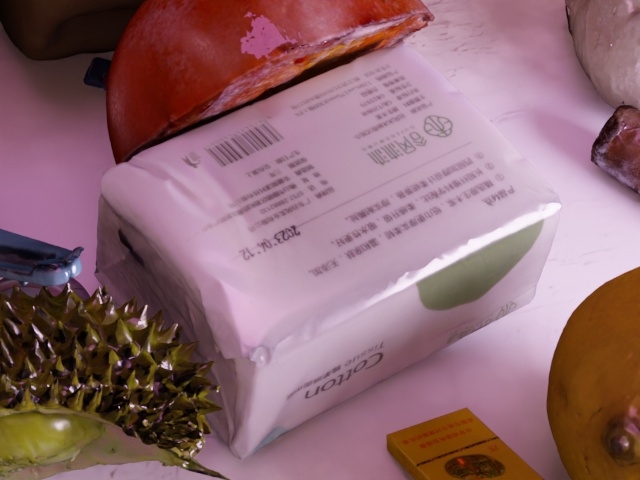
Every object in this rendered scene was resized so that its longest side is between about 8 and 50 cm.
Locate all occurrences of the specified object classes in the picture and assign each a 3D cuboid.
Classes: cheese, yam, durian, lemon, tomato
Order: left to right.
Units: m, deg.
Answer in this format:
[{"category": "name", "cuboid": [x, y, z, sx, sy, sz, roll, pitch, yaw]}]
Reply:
[{"category": "durian", "cuboid": [-0.259, 0.140, 1.452, 0.352, 0.169, 0.158, -14, 31, 1]}, {"category": "cheese", "cuboid": [-0.176, -0.163, 1.856, 0.145, 0.038, 0.095, 13, 46, 4]}, {"category": "tomato", "cuboid": [-0.076, -0.191, 1.689, 0.338, 0.338, 0.143, -24, 83, -27]}, {"category": "yam", "cuboid": [0.350, -0.075, 1.820, 0.141, 0.079, 0.079, 39, 54, 25]}, {"category": "lemon", "cuboid": [0.311, 0.130, 1.517, 0.228, 0.228, 0.253, 12, 43, 4]}]

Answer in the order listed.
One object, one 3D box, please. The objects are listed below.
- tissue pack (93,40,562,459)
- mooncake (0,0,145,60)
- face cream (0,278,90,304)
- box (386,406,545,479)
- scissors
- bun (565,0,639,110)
[{"category": "tissue pack", "cuboid": [0.000, 0.001, 1.619, 0.356, 0.194, 0.266, -25, 58, -26]}, {"category": "mooncake", "cuboid": [-0.230, -0.425, 1.832, 0.262, 0.467, 0.467, -9, 49, -22]}, {"category": "face cream", "cuboid": [-0.253, 0.083, 1.554, 0.117, 0.117, 0.104, 10, 19, 2]}, {"category": "box", "cuboid": [0.131, 0.201, 1.531, 0.087, 0.023, 0.155, -13, 29, -22]}, {"category": "scissors", "cuboid": [-0.320, -0.001, 1.568, 0.180, 0.032, 0.393, -28, 25, -33]}, {"category": "bun", "cuboid": [0.444, -0.277, 1.927, 0.360, 0.211, 0.359, 4, 48, -4]}]
